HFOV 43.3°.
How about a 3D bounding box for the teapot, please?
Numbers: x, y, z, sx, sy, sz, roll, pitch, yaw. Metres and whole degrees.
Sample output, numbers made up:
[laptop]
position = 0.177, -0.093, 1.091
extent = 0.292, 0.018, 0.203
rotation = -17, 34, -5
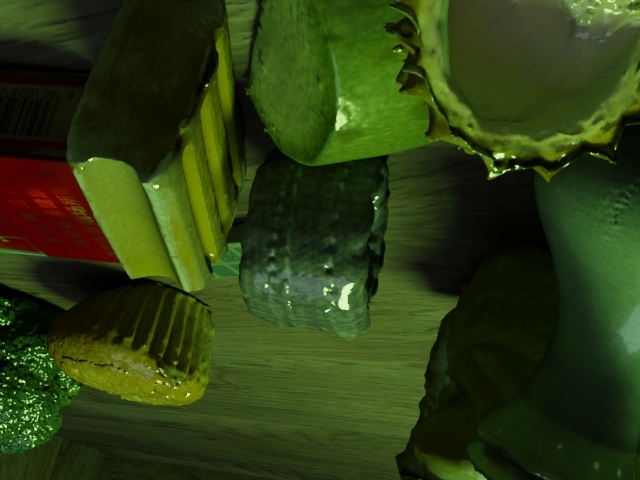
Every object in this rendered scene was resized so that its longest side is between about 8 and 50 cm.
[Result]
[teapot]
position = 0.188, 0.045, 0.494
extent = 0.183, 0.251, 0.183
rotation = 24, -172, -4

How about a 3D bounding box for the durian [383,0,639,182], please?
[durian]
position = 0.077, -0.127, 0.392
extent = 0.224, 0.140, 0.078
rotation = 46, -173, -25

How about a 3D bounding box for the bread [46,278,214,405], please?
[bread]
position = -0.262, 0.146, 1.123
extent = 0.239, 0.139, 0.240
rotation = 11, 157, 5

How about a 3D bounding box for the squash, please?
[squash]
position = 0.040, -0.087, 0.499
extent = 0.184, 0.085, 0.192
rotation = 15, 159, -4

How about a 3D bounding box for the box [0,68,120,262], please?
[box]
position = -0.312, -0.064, 0.712
extent = 0.313, 0.089, 0.197
rotation = 6, 157, 10

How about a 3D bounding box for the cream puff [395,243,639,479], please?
[cream puff]
position = 0.222, 0.154, 0.718
extent = 0.274, 0.270, 0.323
rotation = 29, 167, 8

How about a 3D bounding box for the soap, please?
[soap]
position = -0.104, -0.054, 0.579
extent = 0.073, 0.140, 0.232
rotation = 14, 158, 4

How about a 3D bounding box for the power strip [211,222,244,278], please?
[power strip]
position = -0.118, 0.016, 0.888
extent = 0.226, 0.029, 0.080
rotation = -5, 151, 36

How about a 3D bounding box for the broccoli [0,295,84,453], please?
[broccoli]
position = -0.539, 0.210, 1.303
extent = 0.321, 0.304, 0.283
rotation = 24, -175, -19

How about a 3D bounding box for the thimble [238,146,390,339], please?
[thimble]
position = 0.000, -0.002, 0.639
extent = 0.097, 0.150, 0.150
rotation = 7, 157, 10
